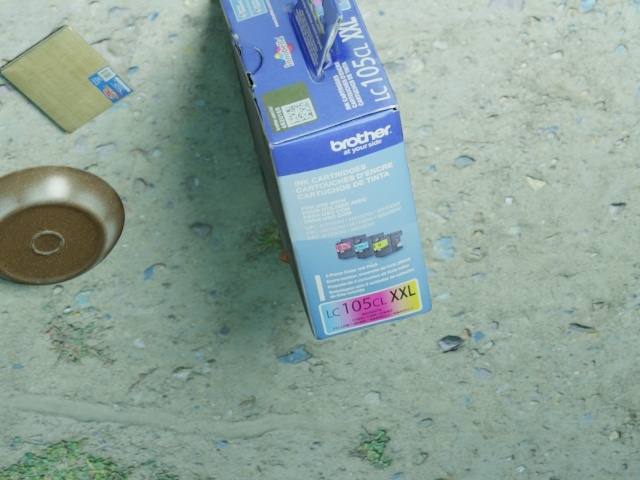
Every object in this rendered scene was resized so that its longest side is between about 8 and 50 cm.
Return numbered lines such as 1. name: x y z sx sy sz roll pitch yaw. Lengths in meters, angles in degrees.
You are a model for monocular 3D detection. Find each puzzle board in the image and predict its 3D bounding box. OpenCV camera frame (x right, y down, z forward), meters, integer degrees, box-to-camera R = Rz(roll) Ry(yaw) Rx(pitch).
1. puzzle board: -0.283 -0.181 2.098 0.096 0.011 0.128 -32 136 14

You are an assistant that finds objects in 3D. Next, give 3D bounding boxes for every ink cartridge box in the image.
1. ink cartridge box: 0.002 -0.119 2.062 0.151 0.270 0.395 -17 138 -2

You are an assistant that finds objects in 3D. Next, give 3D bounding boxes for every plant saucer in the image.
1. plant saucer: -0.331 -0.007 2.247 0.198 0.036 0.198 -10 138 -9

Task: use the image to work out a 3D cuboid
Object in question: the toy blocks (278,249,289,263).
1. toy blocks: 0.000 0.000 2.347 0.123 0.054 0.148 -39 133 22
